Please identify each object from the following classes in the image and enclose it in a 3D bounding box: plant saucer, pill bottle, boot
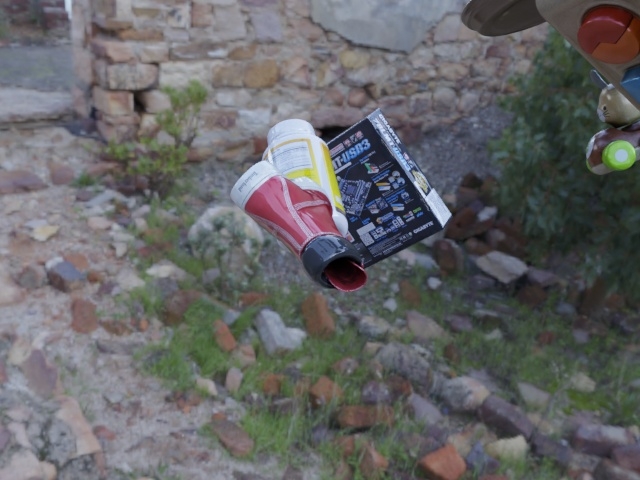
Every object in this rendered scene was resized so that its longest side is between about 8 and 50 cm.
[{"bbox_3d":[0.378,-0.420,1.173,0.277,0.041,0.278,-19,-4,-1],"label":"plant saucer"},{"bbox_3d":[-0.031,-0.092,1.132,0.117,0.117,0.215,-2,58,-17],"label":"pill bottle"},{"bbox_3d":[0.000,0.000,0.866,0.176,0.088,0.244,45,9,14],"label":"boot"}]

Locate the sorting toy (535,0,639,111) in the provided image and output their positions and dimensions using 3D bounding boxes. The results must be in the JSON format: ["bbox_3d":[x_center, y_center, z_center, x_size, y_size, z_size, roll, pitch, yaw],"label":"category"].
[{"bbox_3d":[0.354,-0.187,0.602,0.229,0.041,0.307,41,-16,-15],"label":"sorting toy"}]

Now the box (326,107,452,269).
[{"bbox_3d":[0.096,-0.098,1.551,0.295,0.293,0.073,-30,8,38],"label":"box"}]

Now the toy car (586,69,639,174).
[{"bbox_3d":[0.527,-0.226,1.233,0.148,0.189,0.155,-25,-2,10],"label":"toy car"}]
